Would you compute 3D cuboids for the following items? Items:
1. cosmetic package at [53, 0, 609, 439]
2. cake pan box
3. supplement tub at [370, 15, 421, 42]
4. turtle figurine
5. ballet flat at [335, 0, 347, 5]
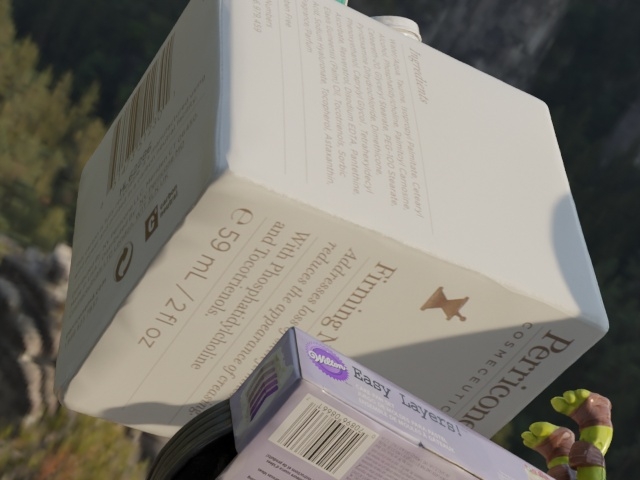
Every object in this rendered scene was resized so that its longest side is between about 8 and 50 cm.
[{"bbox_3d":[0.000,0.000,1.219,0.393,0.329,0.327,21,39,-23],"label":"cosmetic package"},{"bbox_3d":[0.007,0.211,0.849,0.267,0.246,0.070,31,20,-22],"label":"cake pan box"},{"bbox_3d":[0.089,-0.198,1.767,0.144,0.144,0.200,9,70,-46],"label":"supplement tub"},{"bbox_3d":[0.246,0.250,1.149,0.087,0.269,0.217,3,53,-4],"label":"turtle figurine"},{"bbox_3d":[-0.054,-0.340,1.461,0.139,0.139,0.400,36,-12,18],"label":"ballet flat"}]
